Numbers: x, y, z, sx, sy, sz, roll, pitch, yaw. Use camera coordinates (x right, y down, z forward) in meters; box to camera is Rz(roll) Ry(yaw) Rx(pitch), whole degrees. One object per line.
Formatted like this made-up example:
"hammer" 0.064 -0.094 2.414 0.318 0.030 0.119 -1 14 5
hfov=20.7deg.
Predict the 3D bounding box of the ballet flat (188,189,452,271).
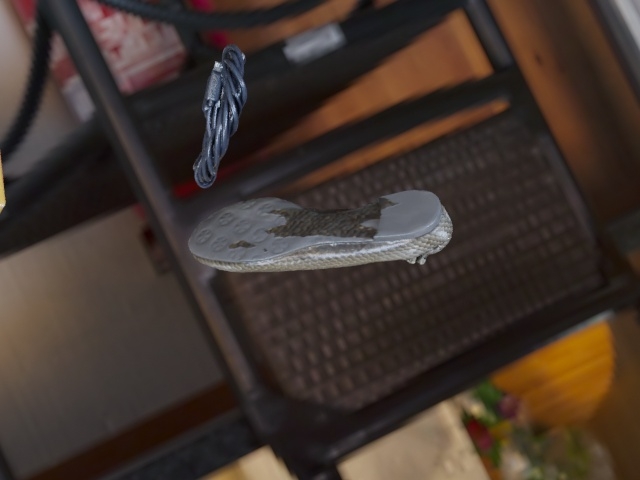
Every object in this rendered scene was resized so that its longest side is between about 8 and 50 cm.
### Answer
"ballet flat" 0.000 0.000 1.566 0.250 0.058 0.084 -6 -132 22

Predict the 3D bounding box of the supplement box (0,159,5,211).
"supplement box" -0.336 -0.021 1.542 0.080 0.078 0.233 -3 162 -20

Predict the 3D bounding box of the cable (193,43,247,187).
"cable" -0.122 -0.155 2.224 0.047 0.184 0.150 14 -179 -14
